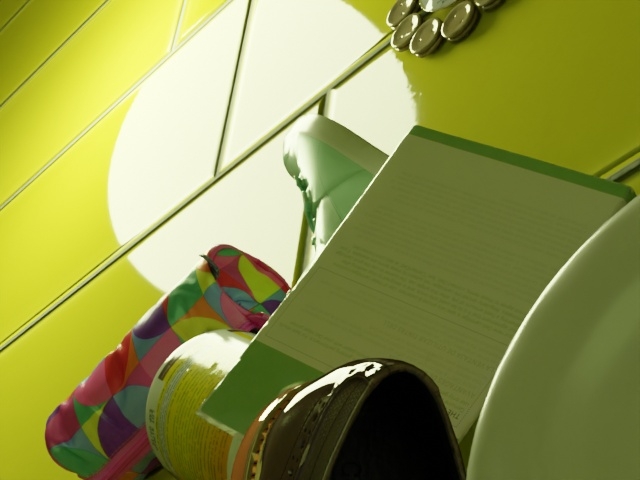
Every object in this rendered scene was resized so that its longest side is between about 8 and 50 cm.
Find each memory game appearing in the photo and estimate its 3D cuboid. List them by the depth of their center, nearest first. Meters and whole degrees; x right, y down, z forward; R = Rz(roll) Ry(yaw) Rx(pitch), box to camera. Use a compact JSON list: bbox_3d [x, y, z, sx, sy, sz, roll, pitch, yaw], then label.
[{"bbox_3d":[0.123,-0.233,1.173,0.186,0.012,0.186,-39,31,29],"label":"memory game"}]

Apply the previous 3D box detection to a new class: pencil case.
[{"bbox_3d":[-0.119,0.105,1.105,0.236,0.104,0.104,-46,28,23],"label":"pencil case"}]

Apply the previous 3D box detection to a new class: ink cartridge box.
[{"bbox_3d":[0.061,0.049,0.809,0.171,0.056,0.235,22,69,41],"label":"ink cartridge box"}]

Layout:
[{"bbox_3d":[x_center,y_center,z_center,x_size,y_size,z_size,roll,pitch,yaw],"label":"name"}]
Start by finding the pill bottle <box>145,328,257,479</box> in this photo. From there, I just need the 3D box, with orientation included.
[{"bbox_3d":[-0.026,0.130,0.894,0.117,0.117,0.215,-60,26,-8],"label":"pill bottle"}]

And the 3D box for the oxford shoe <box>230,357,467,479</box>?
[{"bbox_3d":[0.019,0.227,0.580,0.133,0.130,0.363,132,134,-66],"label":"oxford shoe"}]

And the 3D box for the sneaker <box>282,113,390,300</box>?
[{"bbox_3d":[0.000,0.000,1.015,0.151,0.094,0.256,-50,29,-2],"label":"sneaker"}]

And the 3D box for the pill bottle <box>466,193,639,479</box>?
[{"bbox_3d":[0.189,0.104,0.372,0.160,0.283,0.160,-40,31,30],"label":"pill bottle"}]
